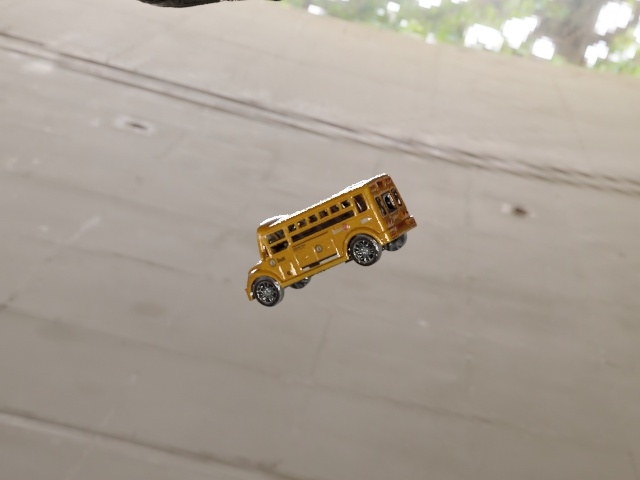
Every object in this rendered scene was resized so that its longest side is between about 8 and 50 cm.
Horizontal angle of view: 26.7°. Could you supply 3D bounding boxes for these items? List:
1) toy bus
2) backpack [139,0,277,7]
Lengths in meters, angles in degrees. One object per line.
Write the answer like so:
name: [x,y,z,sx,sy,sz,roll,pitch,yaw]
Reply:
toy bus: [0.000,0.000,1.454,0.195,0.088,0.083,-24,-177,29]
backpack: [-0.113,-0.271,1.220,0.165,0.105,0.120,-1,163,18]
